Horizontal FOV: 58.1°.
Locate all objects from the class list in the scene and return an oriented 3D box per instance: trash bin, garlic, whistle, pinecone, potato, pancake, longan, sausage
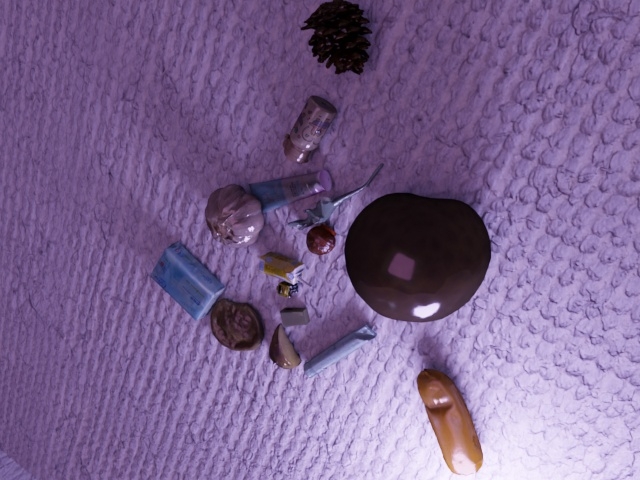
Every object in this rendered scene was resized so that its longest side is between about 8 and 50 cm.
[{"bbox_3d":[-0.088,0.267,2.018,0.092,0.043,0.061,-6,102,25],"label":"trash bin"},{"bbox_3d":[-0.298,-0.073,1.953,0.227,0.152,0.228,15,117,30],"label":"garlic"},{"bbox_3d":[0.062,0.376,1.961,0.312,0.062,0.062,-39,86,30],"label":"whistle"},{"bbox_3d":[0.051,-0.567,1.624,0.184,0.179,0.205,21,133,44],"label":"pinecone"},{"bbox_3d":[-0.152,0.392,2.046,0.100,0.089,0.172,-12,111,35],"label":"potato"},{"bbox_3d":[-0.316,0.320,2.149,0.236,0.042,0.223,28,114,17],"label":"pancake"},{"bbox_3d":[0.264,0.040,1.607,0.404,0.336,0.405,-6,68,14],"label":"longan"},{"bbox_3d":[0.405,0.555,1.810,0.134,0.116,0.354,-17,94,44],"label":"sausage"}]

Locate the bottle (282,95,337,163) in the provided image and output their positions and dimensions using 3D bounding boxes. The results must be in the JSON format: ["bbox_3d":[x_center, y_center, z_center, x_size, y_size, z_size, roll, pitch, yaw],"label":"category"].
[{"bbox_3d":[-0.044,-0.339,1.779,0.110,0.097,0.209,40,119,11],"label":"bottle"}]

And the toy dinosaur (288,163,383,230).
[{"bbox_3d":[0.034,-0.110,1.790,0.382,0.129,0.076,-25,99,30],"label":"toy dinosaur"}]

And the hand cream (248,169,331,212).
[{"bbox_3d":[-0.110,-0.166,1.885,0.312,0.070,0.111,-13,103,35],"label":"hand cream"}]

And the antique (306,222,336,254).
[{"bbox_3d":[0.000,0.000,1.857,0.104,0.104,0.104,8,109,25],"label":"antique"}]

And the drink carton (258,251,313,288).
[{"bbox_3d":[-0.110,0.101,1.953,0.199,0.084,0.075,17,111,25],"label":"drink carton"}]

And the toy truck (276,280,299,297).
[{"bbox_3d":[-0.112,0.160,1.971,0.054,0.083,0.049,16,112,22],"label":"toy truck"}]

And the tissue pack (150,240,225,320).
[{"bbox_3d":[-0.503,0.155,2.169,0.263,0.089,0.177,44,121,10],"label":"tissue pack"}]
